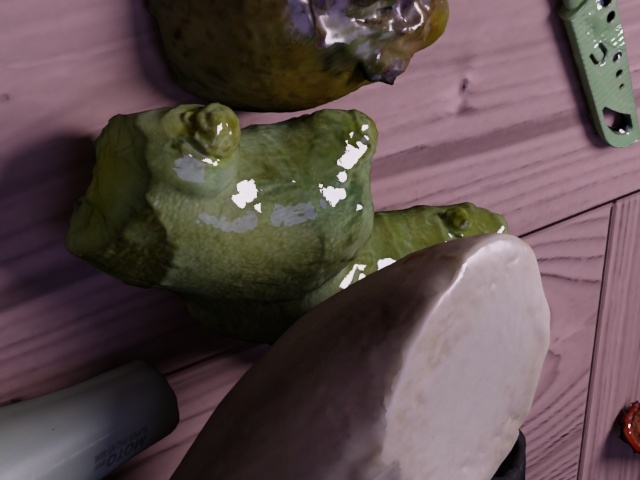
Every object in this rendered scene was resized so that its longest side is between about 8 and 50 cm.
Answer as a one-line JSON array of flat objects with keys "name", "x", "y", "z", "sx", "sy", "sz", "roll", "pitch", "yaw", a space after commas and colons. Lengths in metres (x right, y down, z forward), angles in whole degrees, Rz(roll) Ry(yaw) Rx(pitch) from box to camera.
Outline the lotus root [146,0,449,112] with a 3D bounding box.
[{"name": "lotus root", "x": 0.019, "y": -0.143, "z": 0.744, "sx": 0.203, "sy": 0.078, "sz": 0.183, "roll": -33, "pitch": 133, "yaw": -23}]

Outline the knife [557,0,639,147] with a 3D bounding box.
[{"name": "knife", "x": 0.149, "y": -0.156, "z": 0.886, "sx": 0.043, "sy": 0.020, "sz": 0.293, "roll": -41, "pitch": 135, "yaw": -16}]

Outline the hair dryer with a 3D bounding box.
[{"name": "hair dryer", "x": -0.155, "y": 0.049, "z": 0.726, "sx": 0.229, "sy": 0.092, "sz": 0.267, "roll": -3, "pitch": 108, "yaw": -47}]

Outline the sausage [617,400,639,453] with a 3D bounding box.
[{"name": "sausage", "x": 0.282, "y": 0.144, "z": 1.165, "sx": 0.050, "sy": 0.048, "sz": 0.145, "roll": -32, "pitch": 153, "yaw": 34}]

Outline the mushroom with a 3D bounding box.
[{"name": "mushroom", "x": -0.018, "y": 0.124, "z": 0.777, "sx": 0.350, "sy": 0.128, "sz": 0.128, "roll": -39, "pitch": 140, "yaw": 21}]

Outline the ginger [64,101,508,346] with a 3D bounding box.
[{"name": "ginger", "x": -0.003, "y": 0.000, "z": 0.799, "sx": 0.137, "sy": 0.089, "sz": 0.290, "roll": -53, "pitch": 136, "yaw": 5}]

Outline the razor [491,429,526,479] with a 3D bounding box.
[{"name": "razor", "x": 0.031, "y": 0.263, "z": 0.935, "sx": 0.204, "sy": 0.113, "sz": 0.349, "roll": -45, "pitch": 158, "yaw": -75}]
